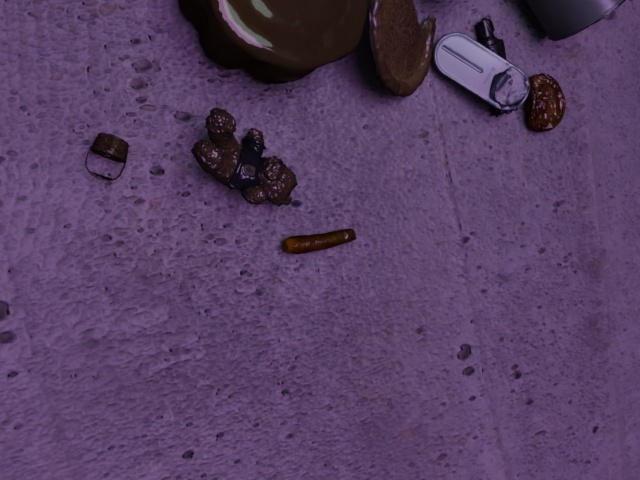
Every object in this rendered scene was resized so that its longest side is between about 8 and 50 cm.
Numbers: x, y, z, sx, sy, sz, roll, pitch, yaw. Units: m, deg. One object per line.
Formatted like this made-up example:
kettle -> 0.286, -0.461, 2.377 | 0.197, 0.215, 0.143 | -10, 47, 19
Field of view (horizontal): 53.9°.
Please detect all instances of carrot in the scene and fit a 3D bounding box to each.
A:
carrot -> 0.000, 0.000, 1.368 | 0.170, 0.042, 0.042 | -11, 95, -25

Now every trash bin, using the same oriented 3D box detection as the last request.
trash bin -> 0.580, -0.650, 1.505 | 0.277, 0.217, 0.262 | -37, 106, 9

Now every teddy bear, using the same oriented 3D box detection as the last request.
teddy bear -> -0.157, -0.154, 1.253 | 0.251, 0.129, 0.182 | 31, 57, -38

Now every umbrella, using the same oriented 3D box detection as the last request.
umbrella -> 0.422, -0.421, 1.528 | 0.066, 0.059, 0.236 | -24, 102, -38

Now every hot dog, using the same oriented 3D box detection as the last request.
hot dog -> 0.560, -0.347, 1.584 | 0.099, 0.065, 0.147 | -3, 94, -13

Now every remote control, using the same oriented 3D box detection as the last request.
remote control -> 0.375, -0.396, 1.477 | 0.247, 0.052, 0.104 | 31, 99, -5

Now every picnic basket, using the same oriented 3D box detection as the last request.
picnic basket -> -0.400, -0.154, 1.181 | 0.072, 0.072, 0.083 | 21, 82, -22

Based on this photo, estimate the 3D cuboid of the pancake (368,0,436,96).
pancake -> 0.182, -0.454, 1.355 | 0.286, 0.033, 0.288 | -32, 126, -46

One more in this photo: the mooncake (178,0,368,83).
mooncake -> -0.091, -0.500, 1.243 | 0.378, 0.200, 0.379 | -1, 92, -27
